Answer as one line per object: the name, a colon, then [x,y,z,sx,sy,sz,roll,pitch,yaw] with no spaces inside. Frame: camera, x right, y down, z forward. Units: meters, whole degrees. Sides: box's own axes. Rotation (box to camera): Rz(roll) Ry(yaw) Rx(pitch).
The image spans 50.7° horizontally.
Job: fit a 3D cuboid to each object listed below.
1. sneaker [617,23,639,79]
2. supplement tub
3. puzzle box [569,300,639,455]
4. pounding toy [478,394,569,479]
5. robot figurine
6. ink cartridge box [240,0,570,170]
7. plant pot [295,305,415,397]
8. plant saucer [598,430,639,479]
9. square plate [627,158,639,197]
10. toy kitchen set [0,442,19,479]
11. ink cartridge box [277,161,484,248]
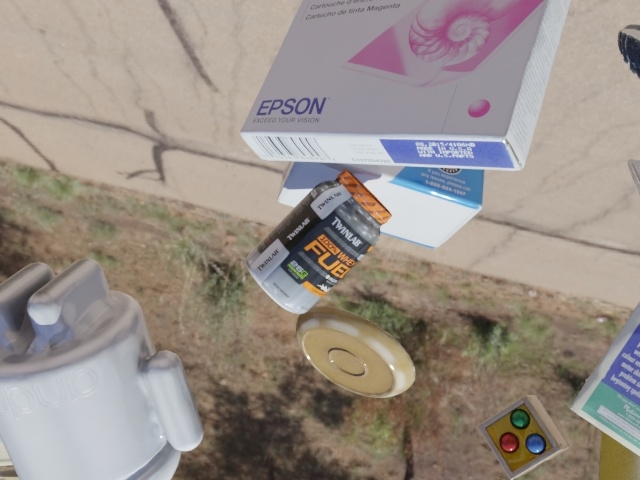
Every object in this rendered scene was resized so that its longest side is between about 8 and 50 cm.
sneaker: [0.681,-0.336,1.226,0.283,0.122,0.110,39,174,35]
supplement tub: [0.000,0.000,0.930,0.117,0.190,0.117,43,-171,-9]
puzzle box: [0.502,0.176,0.671,0.409,0.272,0.052,34,-161,25]
pounding toy: [0.426,0.462,1.423,0.181,0.206,0.094,-39,151,18]
robot figurine: [-0.291,0.201,0.836,0.300,0.353,0.200,-4,-157,22]
ink cartridge box: [0.103,-0.236,0.764,0.324,0.330,0.071,6,157,35]
plant pot: [0.053,0.209,1.204,0.236,0.032,0.236,22,144,17]
plant saucer: [0.625,0.416,1.075,0.333,0.332,0.081,8,158,12]
square plate: [0.646,0.015,0.984,0.347,0.344,0.049,9,131,2]
toy kitchen set: [-0.507,0.332,1.185,0.122,0.166,0.207,-5,-159,-17]
ink cartridge box: [0.115,-0.222,1.117,0.285,0.395,0.166,17,151,-11]
